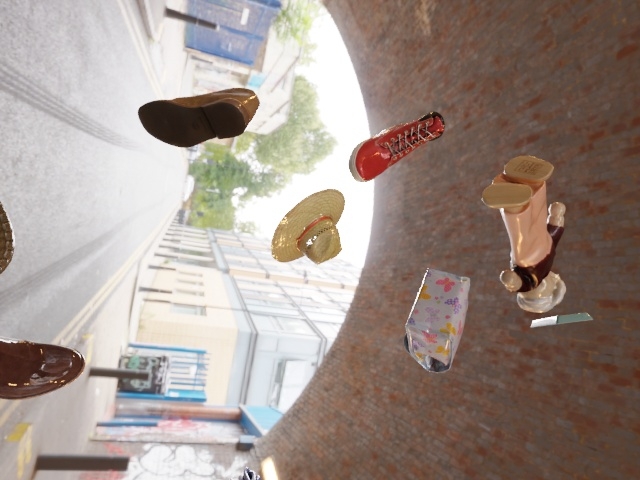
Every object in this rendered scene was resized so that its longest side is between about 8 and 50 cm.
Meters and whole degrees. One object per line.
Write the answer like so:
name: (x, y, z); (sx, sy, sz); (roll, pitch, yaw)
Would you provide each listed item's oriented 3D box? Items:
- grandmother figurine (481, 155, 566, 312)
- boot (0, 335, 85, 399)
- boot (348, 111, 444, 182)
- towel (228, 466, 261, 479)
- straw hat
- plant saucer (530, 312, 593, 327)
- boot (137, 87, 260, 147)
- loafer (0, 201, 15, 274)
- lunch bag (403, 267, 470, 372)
grandmother figurine: (0.383, 0.011, 0.828); (0.104, 0.207, 0.342); (37, -18, 49)
boot: (-0.484, 0.167, 0.651); (0.207, 0.248, 0.090); (124, -36, -55)
boot: (0.184, -0.223, 1.051); (0.176, 0.088, 0.244); (-10, -154, 49)
towel: (-0.014, 0.376, 0.332); (0.243, 0.040, 0.336); (171, -91, -70)
straw hat: (0.000, 0.000, 0.654); (0.061, 0.144, 0.145); (49, -44, 27)
plant saucer: (0.496, 0.167, 0.949); (0.192, 0.067, 0.018); (49, 33, -74)
boot: (-0.276, -0.289, 1.040); (0.115, 0.305, 0.112); (-64, 148, -43)
loafer: (-0.265, -0.034, 0.296); (0.148, 0.050, 0.056); (66, 32, -25)
lunch bag: (0.114, 0.081, 0.444); (0.071, 0.053, 0.083); (-61, 149, -31)
